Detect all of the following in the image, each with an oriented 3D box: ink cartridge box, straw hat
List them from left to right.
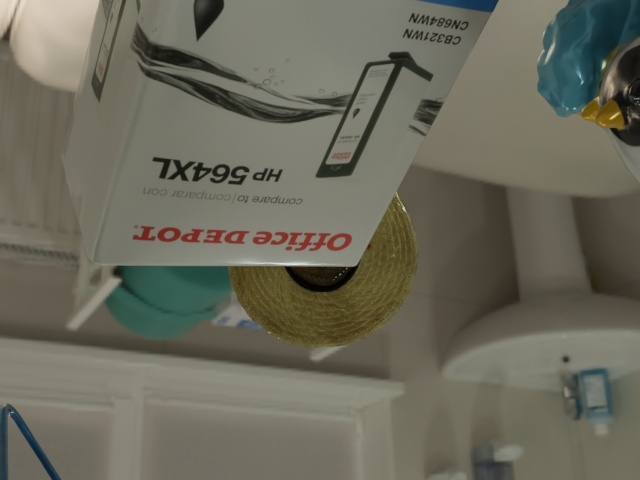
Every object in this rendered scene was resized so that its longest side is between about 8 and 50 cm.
[{"bbox_3d":[-0.020,-0.086,0.427,0.148,0.086,0.203,1,132,-29],"label":"ink cartridge box"},{"bbox_3d":[0.000,0.000,0.686,0.144,0.145,0.061,0,-167,-4],"label":"straw hat"}]

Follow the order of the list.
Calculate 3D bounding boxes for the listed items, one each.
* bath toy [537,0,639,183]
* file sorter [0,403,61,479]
[{"bbox_3d":[0.163,-0.071,0.306,0.128,0.152,0.348,9,-172,1],"label":"bath toy"},{"bbox_3d":[-0.194,0.171,0.436,0.170,0.104,0.118,-26,116,-7],"label":"file sorter"}]
